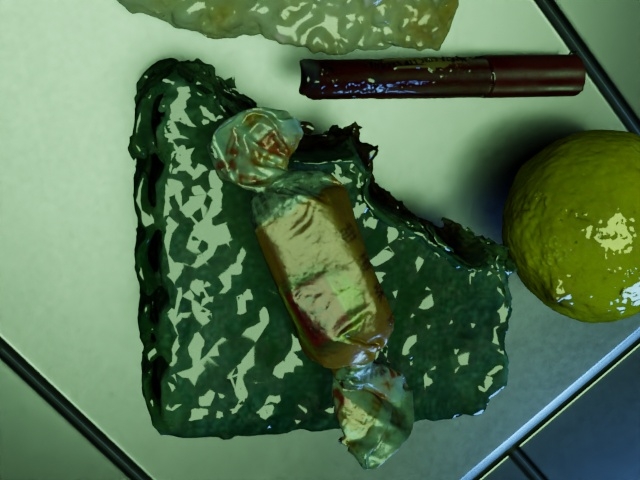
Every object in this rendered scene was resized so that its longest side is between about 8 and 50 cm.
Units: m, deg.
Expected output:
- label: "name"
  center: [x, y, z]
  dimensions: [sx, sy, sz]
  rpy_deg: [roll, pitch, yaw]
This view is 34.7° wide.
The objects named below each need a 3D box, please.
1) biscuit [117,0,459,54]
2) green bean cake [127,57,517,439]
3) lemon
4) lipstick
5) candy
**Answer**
- label: "biscuit"
  center: [-0.032, -0.184, 0.521]
  dimensions: [0.188, 0.040, 0.265]
  rpy_deg: [-37, 115, 16]
- label: "green bean cake"
  center: [0.000, 0.000, 0.562]
  dimensions: [0.208, 0.107, 0.193]
  rpy_deg: [-1, 102, -11]
- label: "lemon"
  center: [0.160, -0.010, 0.585]
  dimensions: [0.133, 0.109, 0.109]
  rpy_deg: [-42, 115, -43]
- label: "lipstick"
  center: [0.069, -0.090, 0.568]
  dimensions: [0.177, 0.027, 0.027]
  rpy_deg: [-6, 106, -24]
- label: "candy"
  center: [0.001, 0.021, 0.489]
  dimensions: [0.053, 0.046, 0.182]
  rpy_deg: [-23, 102, -3]
